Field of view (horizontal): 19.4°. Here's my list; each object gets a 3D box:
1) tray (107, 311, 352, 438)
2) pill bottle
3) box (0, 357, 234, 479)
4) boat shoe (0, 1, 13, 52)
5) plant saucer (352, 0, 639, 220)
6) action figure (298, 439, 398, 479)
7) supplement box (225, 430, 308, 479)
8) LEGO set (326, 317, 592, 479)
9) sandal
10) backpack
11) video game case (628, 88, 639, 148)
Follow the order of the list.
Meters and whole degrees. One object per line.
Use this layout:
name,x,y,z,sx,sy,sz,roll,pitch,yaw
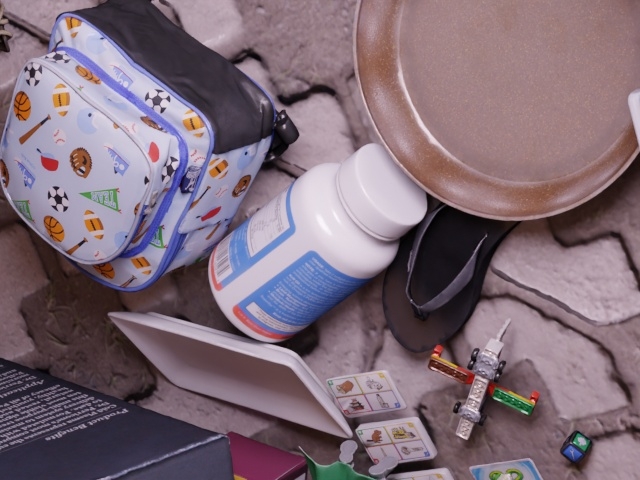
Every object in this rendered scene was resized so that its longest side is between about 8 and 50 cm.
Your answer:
tray,-0.091,0.131,1.958,0.270,0.030,0.145,12,151,41
pill bottle,0.000,0.000,1.842,0.221,0.124,0.124,-36,85,38
box,-0.320,0.423,2.044,0.472,0.297,0.480,13,115,49
boat shoe,-0.393,-0.241,2.039,0.130,0.132,0.355,42,134,3
plant saucer,0.174,-0.175,1.688,0.310,0.050,0.311,7,104,30
action figure,0.041,0.318,1.958,0.137,0.063,0.232,21,129,25
supplement box,-0.083,0.317,2.040,0.104,0.081,0.188,17,116,29
LEGO set,0.148,0.180,1.862,0.244,0.060,0.182,-14,115,38
sandal,0.125,0.006,1.801,0.097,0.054,0.254,40,125,16
backpack,-0.193,-0.081,1.884,0.276,0.213,0.263,42,136,25
video game case,0.440,0.001,1.557,0.300,0.036,0.329,-12,100,23
